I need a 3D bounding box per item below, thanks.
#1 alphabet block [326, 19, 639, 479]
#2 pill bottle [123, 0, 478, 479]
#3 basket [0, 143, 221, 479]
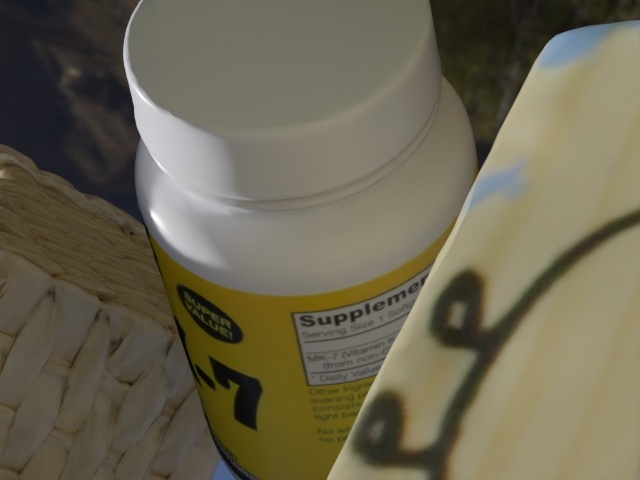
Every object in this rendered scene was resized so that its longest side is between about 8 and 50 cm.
[{"bbox_3d":[0.127,0.081,0.354,0.192,0.197,0.193,-4,137,42],"label":"alphabet block"},{"bbox_3d":[0.000,0.000,0.617,0.119,0.119,0.208,20,145,26],"label":"pill bottle"},{"bbox_3d":[-0.251,0.099,0.867,0.328,0.331,0.266,28,-178,-28],"label":"basket"}]
